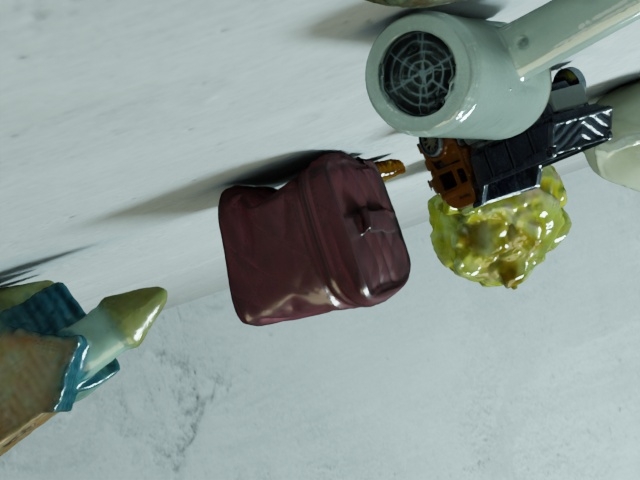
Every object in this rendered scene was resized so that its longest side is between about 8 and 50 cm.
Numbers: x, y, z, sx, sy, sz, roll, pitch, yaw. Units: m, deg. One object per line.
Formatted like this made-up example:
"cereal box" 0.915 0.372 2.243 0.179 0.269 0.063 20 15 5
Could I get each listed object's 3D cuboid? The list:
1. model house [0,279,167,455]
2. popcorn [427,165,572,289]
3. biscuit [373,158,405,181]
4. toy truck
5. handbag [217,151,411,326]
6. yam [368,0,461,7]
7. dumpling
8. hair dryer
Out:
"model house" -0.311 0.105 1.229 0.325 0.194 0.267 -32 176 -9
"popcorn" 0.223 -0.037 1.589 0.187 0.167 0.185 -38 151 -18
"biscuit" -0.012 -0.047 1.359 0.206 0.025 0.126 -23 175 40
"toy truck" 0.173 -0.090 1.125 0.083 0.092 0.192 -18 177 -32
"handbag" 0.000 0.000 1.176 0.135 0.147 0.225 -17 175 17
"yam" 0.111 -0.127 0.458 0.252 0.061 0.061 -17 176 -38
"dumpling" 0.388 -0.122 1.445 0.162 0.132 0.250 -16 178 22
"hair dryer" 0.148 -0.123 0.681 0.236 0.073 0.131 -23 174 26
